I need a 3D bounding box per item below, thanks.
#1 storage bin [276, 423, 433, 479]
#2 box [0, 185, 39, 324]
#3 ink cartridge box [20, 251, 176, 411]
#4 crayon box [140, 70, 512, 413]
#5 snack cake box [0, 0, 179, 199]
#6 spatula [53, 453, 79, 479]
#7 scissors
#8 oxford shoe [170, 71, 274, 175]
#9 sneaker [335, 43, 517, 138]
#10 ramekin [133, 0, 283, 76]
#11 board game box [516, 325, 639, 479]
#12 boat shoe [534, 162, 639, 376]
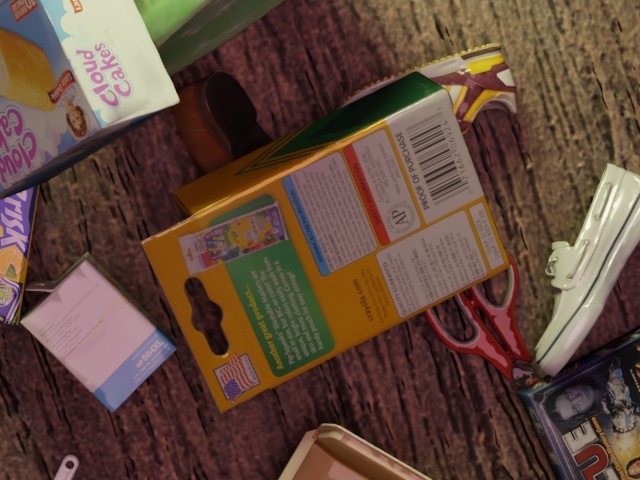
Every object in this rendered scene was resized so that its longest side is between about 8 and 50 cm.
[{"bbox_3d":[0.038,0.352,1.753,0.260,0.123,0.262,31,75,1],"label":"storage bin"},{"bbox_3d":[-0.310,-0.006,1.763,0.054,0.059,0.169,8,93,-12],"label":"box"},{"bbox_3d":[-0.223,0.082,1.763,0.090,0.092,0.143,-44,98,-2],"label":"ink cartridge box"},{"bbox_3d":[0.000,0.000,1.736,0.323,0.083,0.203,-27,115,-9],"label":"crayon box"},{"bbox_3d":[-0.250,-0.141,1.605,0.089,0.264,0.152,-24,90,-36],"label":"snack cake box"},{"bbox_3d":[-0.245,0.352,1.818,0.168,0.019,0.242,27,91,-2],"label":"spatula"},{"bbox_3d":[0.200,0.141,1.855,0.109,0.021,0.297,-28,98,-6],"label":"scissors"},{"bbox_3d":[-0.081,-0.067,1.788,0.076,0.076,0.212,-45,115,-44],"label":"oxford shoe"},{"bbox_3d":[0.107,-0.132,1.798,0.185,0.069,0.084,-20,91,-4],"label":"sneaker"},{"bbox_3d":[-0.102,-0.282,1.654,0.303,0.303,0.148,-36,90,-3],"label":"ramekin"},{"bbox_3d":[0.325,0.228,1.850,0.165,0.042,0.243,-27,97,-12],"label":"board game box"},{"bbox_3d":[0.265,0.027,1.831,0.075,0.083,0.226,31,78,4],"label":"boat shoe"}]
